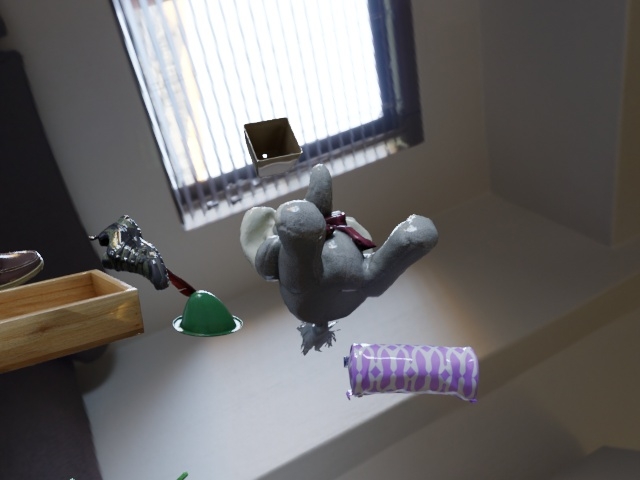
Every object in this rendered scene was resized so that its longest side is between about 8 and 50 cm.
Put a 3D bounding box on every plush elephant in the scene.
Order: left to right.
[{"bbox_3d":[0.000,0.000,1.108,0.330,0.271,0.255,111,-30,-42],"label":"plush elephant"}]

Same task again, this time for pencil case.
[{"bbox_3d":[0.138,0.204,0.991,0.086,0.206,0.088,-50,141,-87],"label":"pencil case"}]

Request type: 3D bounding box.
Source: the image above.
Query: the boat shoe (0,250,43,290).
[{"bbox_3d":[-0.946,0.074,1.790,0.123,0.342,0.123,34,-51,42],"label":"boat shoe"}]

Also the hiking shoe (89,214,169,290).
[{"bbox_3d":[-0.429,0.048,1.463,0.227,0.114,0.086,45,-24,29],"label":"hiking shoe"}]

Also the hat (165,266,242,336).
[{"bbox_3d":[-0.297,0.135,1.664,0.173,0.208,0.184,16,-73,44],"label":"hat"}]

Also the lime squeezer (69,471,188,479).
[{"bbox_3d":[-0.451,0.613,1.524,0.059,0.310,0.110,61,24,-54],"label":"lime squeezer"}]

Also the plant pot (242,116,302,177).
[{"bbox_3d":[-0.116,-0.205,1.486,0.096,0.109,0.109,111,-39,-58],"label":"plant pot"}]

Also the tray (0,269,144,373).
[{"bbox_3d":[-0.476,0.132,0.882,0.202,0.410,0.076,11,-69,55],"label":"tray"}]
